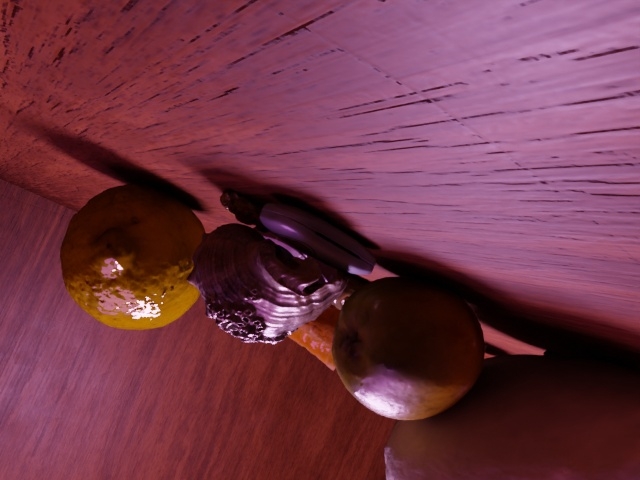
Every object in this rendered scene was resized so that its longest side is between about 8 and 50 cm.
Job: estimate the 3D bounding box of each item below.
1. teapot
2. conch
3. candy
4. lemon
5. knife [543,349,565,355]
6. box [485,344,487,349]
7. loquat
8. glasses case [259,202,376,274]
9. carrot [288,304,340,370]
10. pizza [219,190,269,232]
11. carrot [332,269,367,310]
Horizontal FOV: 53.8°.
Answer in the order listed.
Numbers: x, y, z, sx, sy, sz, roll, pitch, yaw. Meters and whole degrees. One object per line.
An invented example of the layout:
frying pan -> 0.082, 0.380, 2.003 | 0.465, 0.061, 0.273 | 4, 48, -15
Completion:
teapot -> -0.046, 0.038, 1.010 | 0.146, 0.148, 0.116 | 1, -164, 37
conch -> -0.061, 0.052, 0.811 | 0.178, 0.163, 0.245 | -10, -177, -36
candy -> 0.301, 0.274, 0.939 | 0.427, 0.186, 0.386 | -16, -174, 44
lemon -> -0.309, 0.029, 1.066 | 0.245, 0.245, 0.320 | 22, 169, 0
knife -> 0.464, 0.216, 1.027 | 0.222, 0.021, 0.045 | 13, 170, 43
box -> 0.337, 0.244, 1.458 | 0.079, 0.035, 0.083 | 21, 172, 9
loquat -> 0.140, 0.154, 0.901 | 0.246, 0.213, 0.213 | 14, 177, -32
glasses case -> 0.000, 0.000, 0.776 | 0.067, 0.045, 0.178 | 16, 169, 47
carrot -> -0.017, 0.140, 1.369 | 0.254, 0.196, 0.196 | 32, 173, 10
pizza -> -0.105, -0.040, 0.851 | 0.100, 0.029, 0.099 | 16, 168, 32
carrot -> 0.097, 0.118, 1.205 | 0.342, 0.070, 0.070 | 25, 171, -30
